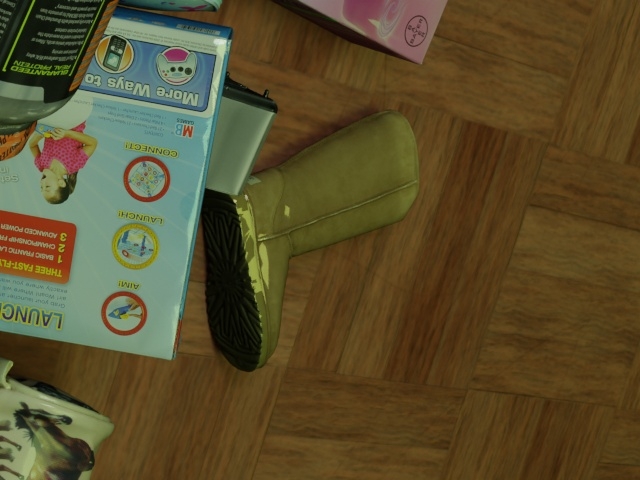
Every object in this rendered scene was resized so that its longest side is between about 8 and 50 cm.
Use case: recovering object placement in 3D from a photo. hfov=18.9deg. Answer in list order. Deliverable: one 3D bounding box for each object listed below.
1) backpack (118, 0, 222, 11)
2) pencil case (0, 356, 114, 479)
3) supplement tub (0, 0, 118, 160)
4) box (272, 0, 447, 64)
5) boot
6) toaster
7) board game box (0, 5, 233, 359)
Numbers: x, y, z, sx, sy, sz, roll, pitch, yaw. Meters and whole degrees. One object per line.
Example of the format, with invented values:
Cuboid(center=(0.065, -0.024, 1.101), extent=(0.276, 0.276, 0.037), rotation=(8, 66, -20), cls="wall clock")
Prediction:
Cuboid(center=(-0.153, -0.307, 1.729), extent=(0.225, 0.253, 0.191), rotation=(12, 82, -46), cls="backpack")
Cuboid(center=(-0.353, 0.313, 1.892), extent=(0.183, 0.160, 0.410), rotation=(26, 89, -61), cls="pencil case")
Cuboid(center=(-0.250, -0.232, 1.550), extent=(0.193, 0.193, 0.316), rotation=(2, 126, -44), cls="supplement tub")
Cuboid(center=(0.037, -0.332, 2.027), extent=(0.243, 0.117, 0.213), rotation=(22, 91, -46), cls="box")
Cuboid(center=(0.000, 0.000, 2.154), extent=(0.269, 0.089, 0.236), rotation=(-22, 122, -38), cls="boot")
Cuboid(center=(-0.150, -0.130, 1.899), extent=(0.185, 0.168, 0.110), rotation=(14, 101, -46), cls="toaster")
Cuboid(center=(-0.254, -0.069, 1.750), extent=(0.308, 0.086, 0.302), rotation=(11, 103, -2), cls="board game box")
